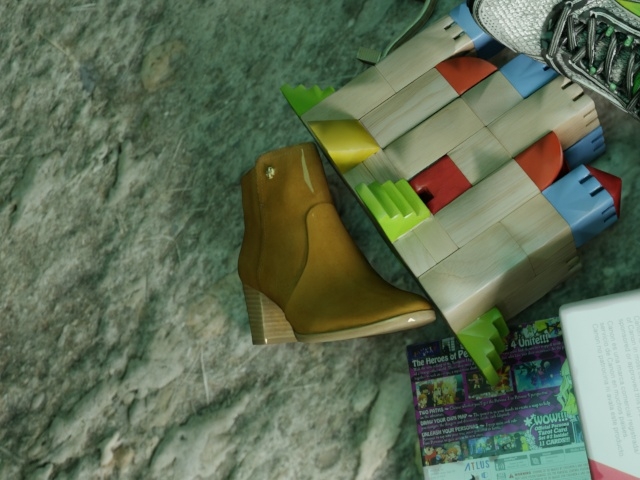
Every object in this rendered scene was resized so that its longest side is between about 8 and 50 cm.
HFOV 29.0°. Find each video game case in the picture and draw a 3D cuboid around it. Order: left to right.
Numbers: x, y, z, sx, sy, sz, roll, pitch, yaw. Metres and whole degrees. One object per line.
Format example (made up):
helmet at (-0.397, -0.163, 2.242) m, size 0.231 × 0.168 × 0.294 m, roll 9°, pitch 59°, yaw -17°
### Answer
video game case at (0.210, 0.188, 1.237) m, size 0.232 × 0.042 × 0.210 m, roll -14°, pitch 74°, yaw 21°

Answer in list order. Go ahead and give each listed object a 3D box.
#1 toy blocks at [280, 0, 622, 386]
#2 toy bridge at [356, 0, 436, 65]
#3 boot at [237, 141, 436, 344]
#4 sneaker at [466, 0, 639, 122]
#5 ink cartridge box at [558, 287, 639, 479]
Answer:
toy blocks at (0.166, -0.084, 1.257) m, size 0.261 × 0.191 × 0.381 m, roll -35°, pitch 58°, yaw 1°
toy bridge at (0.102, -0.283, 1.395) m, size 0.063 × 0.026 × 0.188 m, roll 20°, pitch 88°, yaw 24°
boot at (0.000, 0.000, 1.290) m, size 0.295 × 0.104 × 0.211 m, roll -9°, pitch 85°, yaw 53°
sneaker at (0.299, -0.179, 1.140) m, size 0.343 × 0.146 × 0.134 m, roll 20°, pitch 131°, yaw 4°
ink cartridge box at (0.425, 0.162, 1.055) m, size 0.384 × 0.160 × 0.279 m, roll -12°, pitch 75°, yaw 15°
